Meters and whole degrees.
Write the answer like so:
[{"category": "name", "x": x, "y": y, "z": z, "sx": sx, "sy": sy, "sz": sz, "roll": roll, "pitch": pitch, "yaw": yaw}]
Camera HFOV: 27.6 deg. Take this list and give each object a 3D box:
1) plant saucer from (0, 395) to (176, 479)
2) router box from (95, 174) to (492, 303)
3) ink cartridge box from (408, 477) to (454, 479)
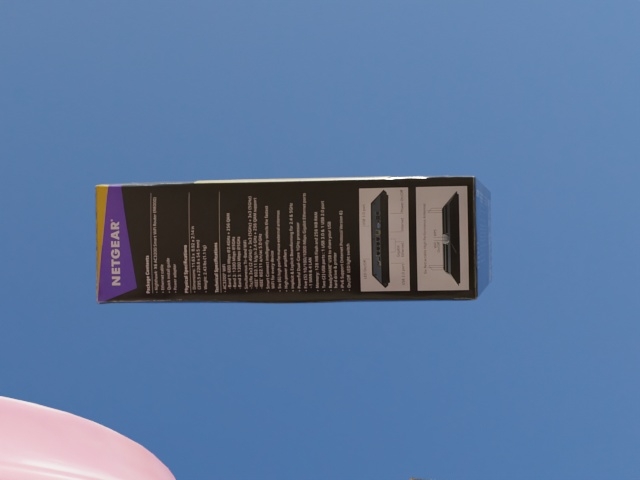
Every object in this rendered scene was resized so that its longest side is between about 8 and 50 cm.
[{"category": "plant saucer", "x": -0.175, "y": 0.127, "z": 0.452, "sx": 0.332, "sy": 0.332, "sz": 0.084, "roll": 11, "pitch": -120, "yaw": -28}, {"category": "router box", "x": 0.000, "y": 0.000, "z": 0.951, "sx": 0.242, "sy": 0.309, "sz": 0.081, "roll": -1, "pitch": -90, "yaw": 9}, {"category": "ink cartridge box", "x": 0.113, "y": 0.257, "z": 0.829, "sx": 0.127, "sy": 0.176, "sz": 0.128, "roll": 10, "pitch": -58, "yaw": -30}]
